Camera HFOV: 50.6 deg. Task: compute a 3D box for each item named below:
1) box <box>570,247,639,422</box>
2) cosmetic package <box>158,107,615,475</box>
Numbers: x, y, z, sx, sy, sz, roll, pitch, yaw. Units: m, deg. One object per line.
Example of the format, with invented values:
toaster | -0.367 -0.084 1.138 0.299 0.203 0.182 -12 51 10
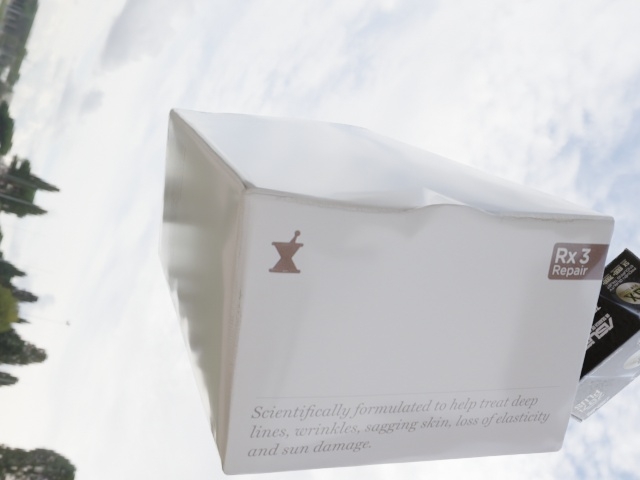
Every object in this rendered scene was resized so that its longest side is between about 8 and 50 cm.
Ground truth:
box | 0.324 0.116 0.779 0.180 0.147 0.077 -44 -128 10
cosmetic package | 0.000 0.000 0.518 0.385 0.217 0.156 -132 -133 -66
